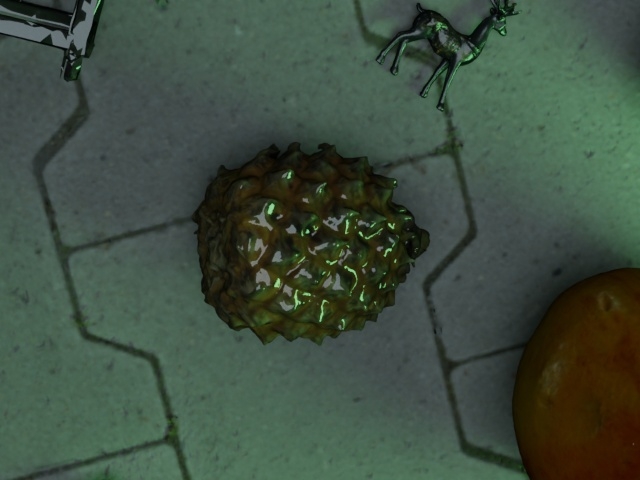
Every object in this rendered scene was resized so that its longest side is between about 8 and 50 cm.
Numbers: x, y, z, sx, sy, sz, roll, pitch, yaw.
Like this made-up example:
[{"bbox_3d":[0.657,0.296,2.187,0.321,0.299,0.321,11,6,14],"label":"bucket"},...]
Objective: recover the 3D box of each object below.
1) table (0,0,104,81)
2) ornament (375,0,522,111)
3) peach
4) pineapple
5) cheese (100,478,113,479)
[{"bbox_3d":[-0.299,-0.293,1.289,0.335,0.222,0.272,14,100,-7],"label":"table"},{"bbox_3d":[0.110,-0.173,1.445,0.073,0.028,0.125,39,97,-11],"label":"ornament"},{"bbox_3d":[0.278,0.148,1.398,0.238,0.281,0.281,-29,102,2],"label":"peach"},{"bbox_3d":[0.000,0.000,1.408,0.193,0.166,0.166,-1,101,-24],"label":"pineapple"},{"bbox_3d":[-0.280,0.267,1.481,0.255,0.050,0.127,-22,101,0],"label":"cheese"}]
